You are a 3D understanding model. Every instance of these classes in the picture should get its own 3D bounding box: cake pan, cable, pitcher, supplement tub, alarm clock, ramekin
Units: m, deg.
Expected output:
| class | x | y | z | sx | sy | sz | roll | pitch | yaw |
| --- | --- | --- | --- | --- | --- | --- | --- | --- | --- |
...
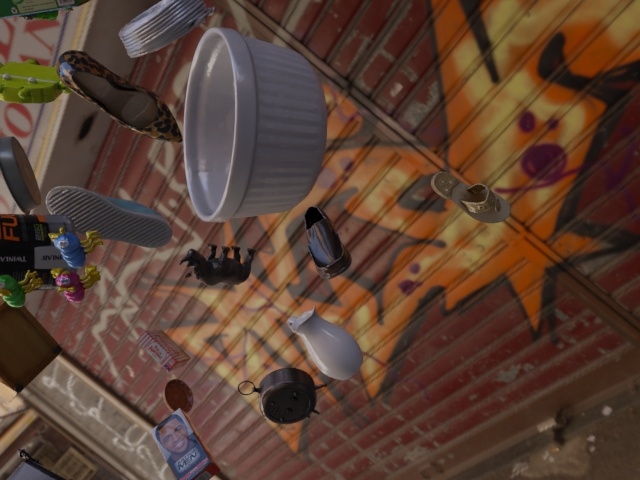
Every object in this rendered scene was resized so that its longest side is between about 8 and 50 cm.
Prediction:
| class | x | y | z | sx | sy | sz | roll | pitch | yaw |
| --- | --- | --- | --- | --- | --- | --- | --- | --- | --- |
| cake pan | -1.061 | -0.236 | 1.960 | 0.054 | 0.293 | 0.293 | -19 | -8 | -15 |
| cable | -0.435 | -0.602 | 1.534 | 0.257 | 0.089 | 0.257 | -39 | 32 | -11 |
| pitcher | 0.006 | 0.277 | 1.510 | 0.125 | 0.207 | 0.177 | -48 | 11 | -21 |
| supplement tub | -0.823 | 0.033 | 1.438 | 0.338 | 0.207 | 0.207 | -2 | -34 | -37 |
| alarm clock | -0.091 | 0.344 | 1.230 | 0.064 | 0.192 | 0.129 | -101 | 32 | -61 |
| ramekin | -0.077 | -0.123 | 0.625 | 0.207 | 0.109 | 0.207 | 1 | 91 | 63 |

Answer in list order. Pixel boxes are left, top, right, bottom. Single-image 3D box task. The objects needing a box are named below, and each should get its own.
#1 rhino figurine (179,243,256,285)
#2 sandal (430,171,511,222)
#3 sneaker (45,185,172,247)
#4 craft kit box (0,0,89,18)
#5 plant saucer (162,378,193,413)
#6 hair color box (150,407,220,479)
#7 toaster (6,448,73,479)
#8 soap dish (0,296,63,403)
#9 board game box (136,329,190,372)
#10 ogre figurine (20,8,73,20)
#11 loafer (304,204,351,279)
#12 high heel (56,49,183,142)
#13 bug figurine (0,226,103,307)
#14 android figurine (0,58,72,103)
| class | x | y | z | sx | sy | sz | roll | pitch | yaw |
| --- | --- | --- | --- | --- | --- | --- | --- | --- | --- |
| rhino figurine | -0.269 | 0.065 | 1.445 | 0.243 | 0.073 | 0.106 | 6 | -87 | -54 |
| sandal | 0.407 | -0.111 | 1.453 | 0.088 | 0.240 | 0.079 | -66 | 9 | -4 |
| sneaker | -0.640 | -0.074 | 1.696 | 0.135 | 0.365 | 0.150 | -64 | 25 | 6 |
| craft kit box | -0.547 | -0.493 | 1.099 | 0.247 | 0.249 | 0.061 | -82 | -15 | -60 |
| plant saucer | -0.329 | 0.360 | 1.280 | 0.013 | 0.083 | 0.083 | -35 | 8 | 23 |
| hair color box | -0.252 | 0.389 | 1.032 | 0.072 | 0.141 | 0.043 | -37 | -42 | -15 |
| toaster | -0.466 | 0.476 | 0.960 | 0.185 | 0.168 | 0.110 | 6 | 39 | 33 |
| soap dish | -0.955 | 0.317 | 1.704 | 0.118 | 0.291 | 0.229 | -9 | 31 | 39 |
| board game box | -0.512 | 0.361 | 1.828 | 0.045 | 0.147 | 0.193 | -47 | -4 | -6 |
| ogre figurine | -0.768 | -0.705 | 1.584 | 0.197 | 0.096 | 0.118 | -68 | -14 | 7 |
| loafer | 0.000 | 0.000 | 1.968 | 0.133 | 0.130 | 0.366 | -32 | 35 | 4 |
| high heel | -0.368 | -0.252 | 1.044 | 0.093 | 0.261 | 0.186 | -49 | 25 | 7 |
| bug figurine | -0.534 | 0.055 | 1.018 | 0.216 | 0.279 | 0.072 | 88 | 175 | -54 |
| android figurine | -0.777 | -0.429 | 1.486 | 0.273 | 0.248 | 0.056 | -93 | 11 | -59 |
